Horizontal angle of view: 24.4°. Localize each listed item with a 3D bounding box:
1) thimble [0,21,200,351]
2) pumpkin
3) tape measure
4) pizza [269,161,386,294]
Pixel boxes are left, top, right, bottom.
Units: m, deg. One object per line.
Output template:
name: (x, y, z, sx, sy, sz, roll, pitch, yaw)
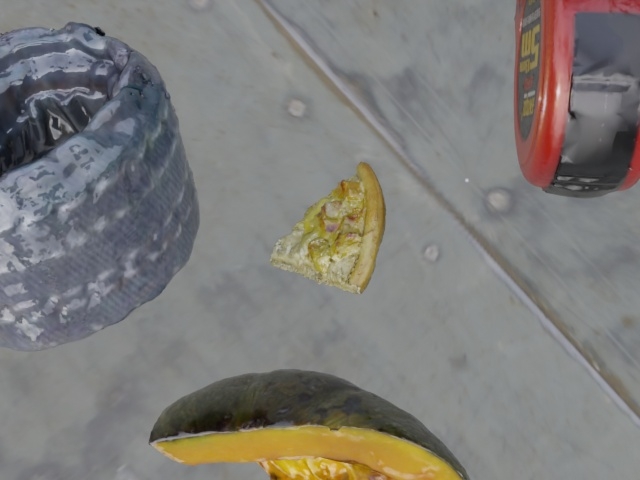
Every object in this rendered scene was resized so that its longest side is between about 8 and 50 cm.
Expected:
thimble: (-0.214, -0.046, 1.143, 0.205, 0.172, 0.236, 24, 53, 37)
pumpkin: (0.029, 0.171, 1.282, 0.312, 0.148, 0.169, 32, 124, -19)
tape measure: (0.240, -0.168, 1.331, 0.114, 0.253, 0.260, 2, 94, 1)
pizza: (0.000, 0.000, 1.106, 0.108, 0.123, 0.026, -23, 132, 29)
